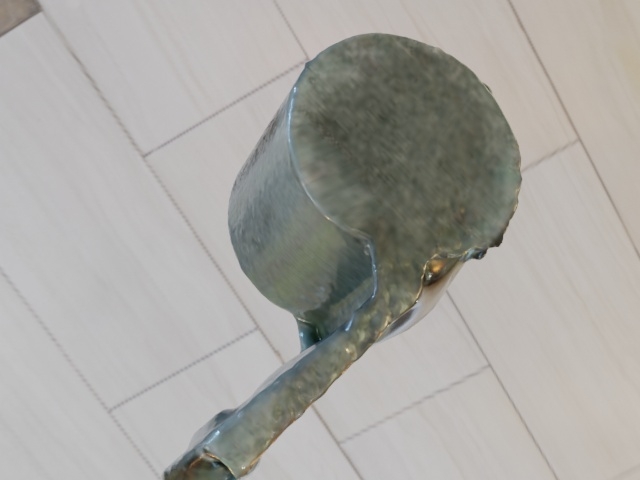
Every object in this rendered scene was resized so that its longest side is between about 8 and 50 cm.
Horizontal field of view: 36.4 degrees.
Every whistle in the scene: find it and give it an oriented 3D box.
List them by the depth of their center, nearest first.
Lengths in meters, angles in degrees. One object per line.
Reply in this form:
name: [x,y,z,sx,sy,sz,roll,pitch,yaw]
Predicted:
whistle: [0.022,0.024,0.731,0.188,0.405,0.168,21,152,-13]
